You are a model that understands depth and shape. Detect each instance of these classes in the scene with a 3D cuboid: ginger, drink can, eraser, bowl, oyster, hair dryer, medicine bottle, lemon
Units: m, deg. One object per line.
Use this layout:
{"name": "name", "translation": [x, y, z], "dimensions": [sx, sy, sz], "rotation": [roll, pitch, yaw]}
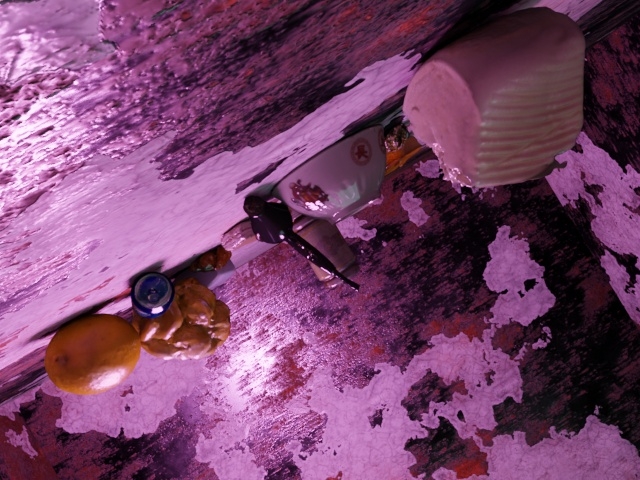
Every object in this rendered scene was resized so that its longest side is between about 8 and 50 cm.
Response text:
{"name": "ginger", "translation": [-0.362, 0.070, 1.749], "dimensions": [0.103, 0.073, 0.162], "rotation": [-33, 177, 41]}
{"name": "drink can", "translation": [-0.475, 0.155, 1.450], "dimensions": [0.118, 0.118, 0.205], "rotation": [-30, 178, -24]}
{"name": "eraser", "translation": [-0.450, 0.145, 2.003], "dimensions": [0.189, 0.104, 0.290], "rotation": [-26, 179, 3]}
{"name": "bowl", "translation": [0.054, -0.141, 1.320], "dimensions": [0.337, 0.157, 0.337], "rotation": [-31, 178, -1]}
{"name": "oyster", "translation": [0.212, -0.294, 1.497], "dimensions": [0.105, 0.056, 0.177], "rotation": [-39, 172, 17]}
{"name": "hair dryer", "translation": [-0.038, 0.013, 1.299], "dimensions": [0.120, 0.359, 0.303], "rotation": [-53, 172, -6]}
{"name": "medicine bottle", "translation": [0.000, 0.000, 1.801], "dimensions": [0.151, 0.322, 0.151], "rotation": [-31, 180, 0]}
{"name": "lemon", "translation": [-0.657, 0.328, 1.496], "dimensions": [0.263, 0.236, 0.236], "rotation": [11, 149, -41]}

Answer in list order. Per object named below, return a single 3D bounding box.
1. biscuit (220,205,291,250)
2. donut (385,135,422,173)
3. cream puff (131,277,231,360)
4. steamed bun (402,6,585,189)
{"name": "biscuit", "translation": [-0.195, -0.040, 1.597], "dimensions": [0.108, 0.061, 0.239], "rotation": [-32, 179, 41]}
{"name": "donut", "translation": [0.269, -0.307, 1.834], "dimensions": [0.174, 0.074, 0.190], "rotation": [-28, 174, -38]}
{"name": "cream puff", "translation": [-0.454, 0.231, 1.709], "dimensions": [0.325, 0.257, 0.291], "rotation": [2, -151, -16]}
{"name": "steamed bun", "translation": [0.289, -0.262, 0.922], "dimensions": [0.290, 0.273, 0.272], "rotation": [-27, -139, -23]}
